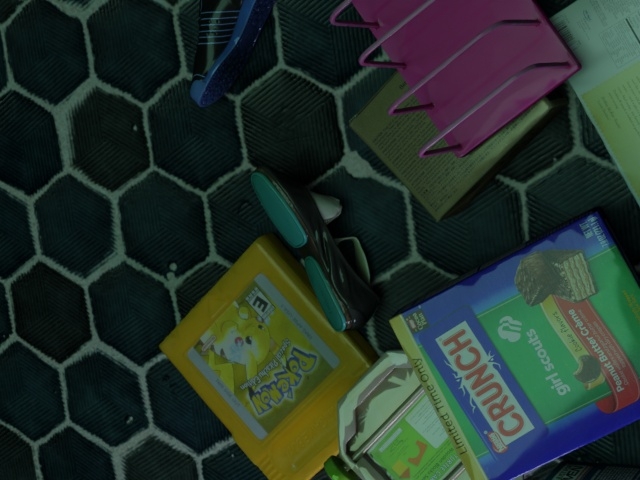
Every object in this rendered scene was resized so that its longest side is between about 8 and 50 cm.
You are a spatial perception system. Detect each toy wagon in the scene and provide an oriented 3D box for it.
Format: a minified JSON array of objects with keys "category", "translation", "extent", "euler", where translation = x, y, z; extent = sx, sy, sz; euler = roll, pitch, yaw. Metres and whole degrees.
[{"category":"toy wagon","translation":[0.182,0.317,1.858],"extent":[0.344,0.068,0.267],"euler":[44,101,7]}]

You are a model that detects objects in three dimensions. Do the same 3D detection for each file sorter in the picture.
[{"category":"file sorter","translation":[0.142,-0.272,1.624],"extent":[0.202,0.182,0.290],"euler":[-37,80,27]}]

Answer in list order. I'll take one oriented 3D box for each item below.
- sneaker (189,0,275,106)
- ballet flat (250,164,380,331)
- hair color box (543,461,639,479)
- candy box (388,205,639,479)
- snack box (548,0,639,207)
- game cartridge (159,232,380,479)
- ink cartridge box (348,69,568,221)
[{"category":"sneaker","translation":[-0.147,-0.316,1.931],"extent":[0.090,0.081,0.232],"euler":[37,108,20]},{"category":"ballet flat","translation":[0.000,0.000,1.910],"extent":[0.280,0.096,0.095],"euler":[62,156,-6]},{"category":"hair color box","translation":[0.479,0.402,1.731],"extent":[0.347,0.105,0.173],"euler":[-1,100,29]},{"category":"candy box","translation":[0.291,0.144,1.726],"extent":[0.317,0.122,0.268],"euler":[-29,86,15]},{"category":"snack box","translation":[0.438,-0.187,1.653],"extent":[0.187,0.060,0.322],"euler":[-31,86,30]},{"category":"game cartridge","translation":[-0.066,0.197,2.009],"extent":[0.323,0.053,0.285],"euler":[49,118,11]},{"category":"ink cartridge box","translation":[0.187,-0.174,1.774],"extent":[0.193,0.088,0.234],"euler":[50,118,12]}]
